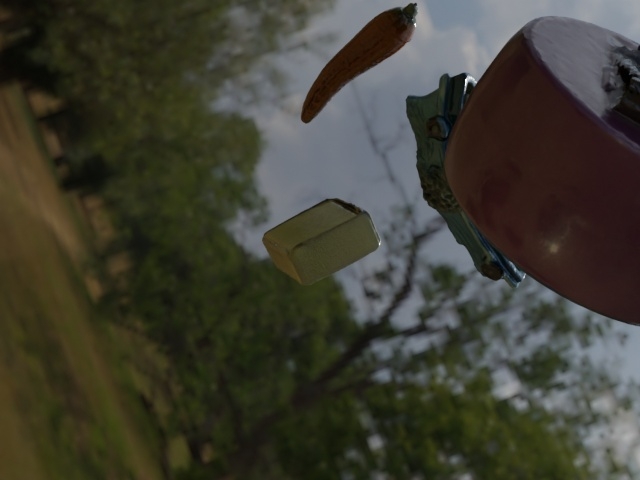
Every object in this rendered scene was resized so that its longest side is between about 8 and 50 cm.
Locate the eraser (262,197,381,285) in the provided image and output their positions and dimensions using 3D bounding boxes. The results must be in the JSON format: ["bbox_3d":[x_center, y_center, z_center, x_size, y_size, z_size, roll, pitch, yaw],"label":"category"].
[{"bbox_3d":[0.000,0.000,2.196,0.058,0.117,0.172,63,-9,-13],"label":"eraser"}]

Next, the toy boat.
[{"bbox_3d":[0.157,-0.060,1.568,0.238,0.098,0.109,57,43,-36],"label":"toy boat"}]

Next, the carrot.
[{"bbox_3d":[0.030,-0.149,1.435,0.035,0.142,0.035,42,22,-21],"label":"carrot"}]

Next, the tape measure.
[{"bbox_3d":[0.208,-0.057,1.179,0.149,0.231,0.245,-57,-170,27],"label":"tape measure"}]
